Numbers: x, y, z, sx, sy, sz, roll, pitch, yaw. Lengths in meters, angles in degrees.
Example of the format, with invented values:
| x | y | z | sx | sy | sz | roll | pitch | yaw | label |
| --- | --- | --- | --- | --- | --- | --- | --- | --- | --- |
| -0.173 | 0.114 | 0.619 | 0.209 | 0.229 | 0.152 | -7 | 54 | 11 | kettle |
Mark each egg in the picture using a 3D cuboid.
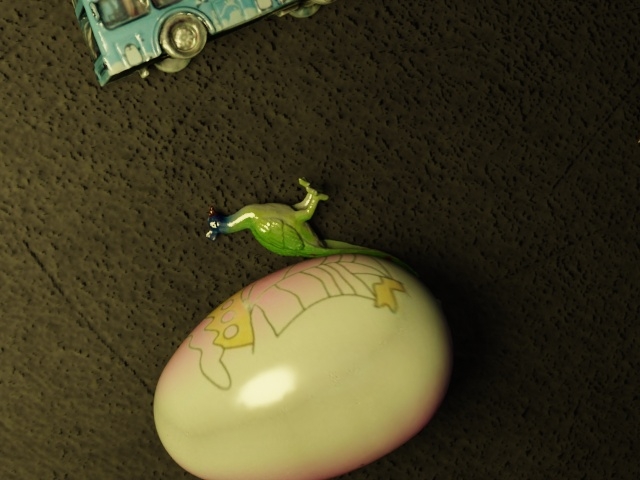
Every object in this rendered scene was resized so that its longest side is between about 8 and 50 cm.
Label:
| x | y | z | sx | sy | sz | roll | pitch | yaw | label |
| --- | --- | --- | --- | --- | --- | --- | --- | --- | --- |
| -0.015 | 0.116 | 1.060 | 0.271 | 0.196 | 0.196 | -10 | 96 | -4 | egg |

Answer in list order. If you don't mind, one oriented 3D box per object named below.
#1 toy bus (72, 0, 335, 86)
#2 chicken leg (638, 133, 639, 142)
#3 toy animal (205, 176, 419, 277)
| x | y | z | sx | sy | sz | roll | pitch | yaw | label |
| --- | --- | --- | --- | --- | --- | --- | --- | --- | --- |
| -0.077 | -0.245 | 1.066 | 0.297 | 0.106 | 0.131 | -24 | 97 | -14 | toy bus |
| 0.428 | -0.168 | 1.225 | 0.234 | 0.063 | 0.105 | -12 | 92 | -12 | chicken leg |
| 0.003 | -0.016 | 1.130 | 0.217 | 0.041 | 0.075 | 11 | 109 | -17 | toy animal |
